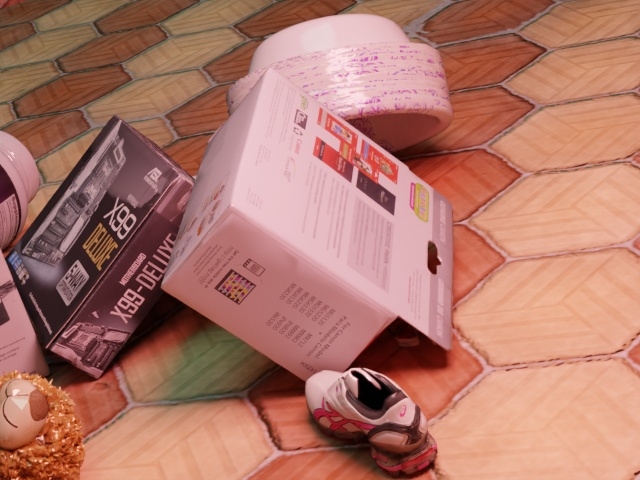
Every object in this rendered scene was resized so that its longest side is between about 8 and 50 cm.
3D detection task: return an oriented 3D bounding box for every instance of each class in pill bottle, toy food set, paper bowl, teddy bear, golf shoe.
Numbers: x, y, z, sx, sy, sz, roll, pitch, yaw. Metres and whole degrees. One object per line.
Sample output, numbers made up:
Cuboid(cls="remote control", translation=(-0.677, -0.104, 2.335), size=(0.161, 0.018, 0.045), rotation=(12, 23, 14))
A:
Cuboid(cls="pill bottle", translation=(-0.519, -0.028, 1.996), size=(0.181, 0.181, 0.323), rotation=(-3, 27, 28))
Cuboid(cls="toy food set", translation=(0.102, 0.080, 1.564), size=(0.078, 0.019, 0.122), rotation=(-10, 30, 14))
Cuboid(cls="paper bowl", translation=(0.020, -0.193, 1.907), size=(0.284, 0.148, 0.284), rotation=(-11, -10, -2))
Cuboid(cls="teddy bear", translation=(-0.386, 0.171, 1.388), size=(0.338, 0.113, 0.245), rotation=(14, 23, 0))
Cuboid(cls="golf shoe", translation=(0.041, 0.146, 1.374), size=(0.067, 0.086, 0.186), rotation=(-29, 25, -23))

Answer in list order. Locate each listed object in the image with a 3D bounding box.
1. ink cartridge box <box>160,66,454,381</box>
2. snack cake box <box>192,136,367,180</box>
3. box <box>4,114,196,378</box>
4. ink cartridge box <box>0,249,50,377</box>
Cuboid(cls="ink cartridge box", translation=(0.000, 0.000, 1.568), size=(0.130, 0.272, 0.309), rotation=(-48, 16, 28))
Cuboid(cls="snack cake box", translation=(-0.059, -0.036, 1.836), size=(0.264, 0.089, 0.152), rotation=(-12, 22, 9))
Cuboid(cls="box", translation=(-0.252, -0.002, 1.755), size=(0.242, 0.076, 0.307), rotation=(-53, 27, 2))
Cuboid(cls="ink cartridge box", translation=(-0.399, 0.059, 1.691), size=(0.087, 0.208, 0.153), rotation=(-25, 25, -19))
